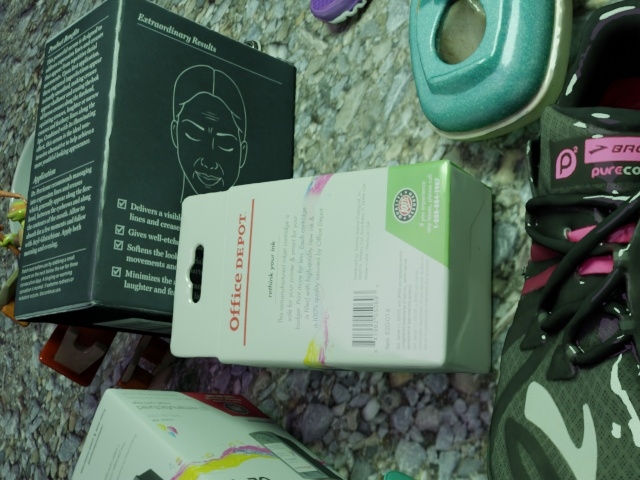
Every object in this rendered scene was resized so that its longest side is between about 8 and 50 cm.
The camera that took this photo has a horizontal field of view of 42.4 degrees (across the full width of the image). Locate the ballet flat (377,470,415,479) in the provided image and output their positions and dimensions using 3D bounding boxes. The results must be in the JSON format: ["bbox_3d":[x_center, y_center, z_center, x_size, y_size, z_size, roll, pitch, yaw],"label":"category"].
[{"bbox_3d":[0.116,0.317,0.817,0.206,0.073,0.067,41,124,49],"label":"ballet flat"}]

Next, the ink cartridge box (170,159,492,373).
[{"bbox_3d":[0.005,0.040,0.919,0.353,0.119,0.207,-3,78,33],"label":"ink cartridge box"}]

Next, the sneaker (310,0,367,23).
[{"bbox_3d":[0.040,-0.401,1.071,0.095,0.104,0.236,48,116,41],"label":"sneaker"}]

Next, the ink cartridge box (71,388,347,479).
[{"bbox_3d":[-0.097,0.291,0.920,0.306,0.226,0.131,25,96,41],"label":"ink cartridge box"}]

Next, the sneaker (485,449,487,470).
[{"bbox_3d":[0.247,0.208,0.593,0.283,0.110,0.122,31,84,46],"label":"sneaker"}]

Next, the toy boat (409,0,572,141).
[{"bbox_3d":[0.206,-0.256,0.817,0.318,0.148,0.268,-20,65,43],"label":"toy boat"}]

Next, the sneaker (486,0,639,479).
[{"bbox_3d":[0.201,0.013,0.589,0.185,0.202,0.483,-8,48,30],"label":"sneaker"}]

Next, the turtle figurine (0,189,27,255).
[{"bbox_3d":[-0.481,0.022,1.399,0.269,0.087,0.217,-18,94,58],"label":"turtle figurine"}]

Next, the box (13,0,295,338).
[{"bbox_3d":[-0.211,-0.076,1.111,0.212,0.293,0.396,-12,70,45],"label":"box"}]

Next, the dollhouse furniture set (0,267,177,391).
[{"bbox_3d":[-0.341,0.114,1.254,0.135,0.262,0.259,-46,16,31],"label":"dollhouse furniture set"}]

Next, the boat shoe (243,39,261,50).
[{"bbox_3d":[-0.141,-0.269,1.278,0.125,0.038,0.046,-32,57,38],"label":"boat shoe"}]

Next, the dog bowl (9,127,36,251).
[{"bbox_3d":[-0.478,-0.095,1.546,0.265,0.104,0.265,-16,67,44],"label":"dog bowl"}]
